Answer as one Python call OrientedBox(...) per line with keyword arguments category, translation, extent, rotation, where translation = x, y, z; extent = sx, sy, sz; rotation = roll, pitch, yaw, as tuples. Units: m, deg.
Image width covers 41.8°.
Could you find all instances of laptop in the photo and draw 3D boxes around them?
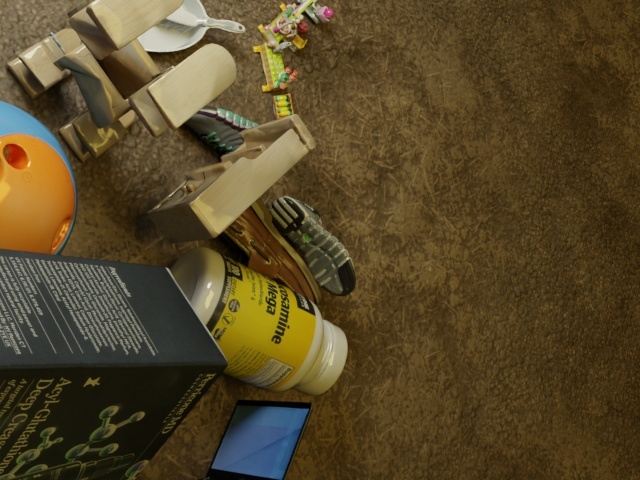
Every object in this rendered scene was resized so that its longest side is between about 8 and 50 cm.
OrientedBox(category="laptop", translation=(-0.173, 0.359, 1.398), extent=(0.265, 0.234, 0.136), rotation=(-5, 86, -39))

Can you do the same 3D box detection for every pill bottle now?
OrientedBox(category="pill bottle", translation=(-0.118, 0.158, 1.502), extent=(0.334, 0.188, 0.187), rotation=(29, 66, -32))

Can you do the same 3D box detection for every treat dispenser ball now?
OrientedBox(category="treat dispenser ball", translation=(-0.489, -0.059, 1.174), extent=(0.288, 0.288, 0.288), rotation=(7, 79, -38))

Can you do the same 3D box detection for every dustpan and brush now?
OrientedBox(category="dustpan and brush", translation=(-0.243, -0.411, 1.568), extent=(0.211, 0.060, 0.147), rotation=(6, 80, -38))

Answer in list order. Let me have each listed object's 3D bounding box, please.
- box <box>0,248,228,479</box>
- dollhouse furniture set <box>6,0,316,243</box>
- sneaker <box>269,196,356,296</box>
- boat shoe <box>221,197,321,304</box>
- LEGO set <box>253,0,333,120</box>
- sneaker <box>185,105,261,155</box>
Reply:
OrientedBox(category="box", translation=(-0.382, 0.190, 1.130), extent=(0.396, 0.293, 0.212), rotation=(9, 36, -53))
OrientedBox(category="dollhouse furniture set", translation=(-0.233, -0.229, 1.349), extent=(0.256, 0.362, 0.394), rotation=(-46, 112, -30))
OrientedBox(category="sneaker", translation=(0.000, 0.000, 1.651), extent=(0.228, 0.086, 0.132), rotation=(53, 15, -2))
OrientedBox(category="boat shoe", translation=(-0.117, 0.025, 1.587), extent=(0.104, 0.111, 0.307), rotation=(-42, 110, -18))
OrientedBox(category="LEGO set", translation=(-0.053, -0.390, 1.687), extent=(0.132, 0.107, 0.286), rotation=(29, 66, -32))
OrientedBox(category="sneaker", translation=(-0.174, -0.186, 1.580), extent=(0.224, 0.083, 0.098), rotation=(14, 82, -36))
